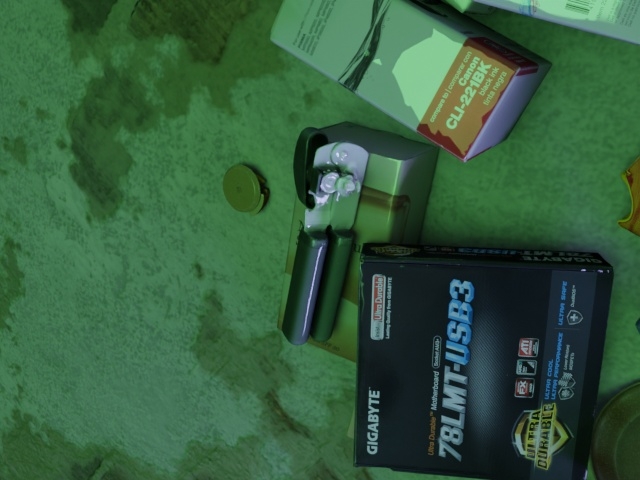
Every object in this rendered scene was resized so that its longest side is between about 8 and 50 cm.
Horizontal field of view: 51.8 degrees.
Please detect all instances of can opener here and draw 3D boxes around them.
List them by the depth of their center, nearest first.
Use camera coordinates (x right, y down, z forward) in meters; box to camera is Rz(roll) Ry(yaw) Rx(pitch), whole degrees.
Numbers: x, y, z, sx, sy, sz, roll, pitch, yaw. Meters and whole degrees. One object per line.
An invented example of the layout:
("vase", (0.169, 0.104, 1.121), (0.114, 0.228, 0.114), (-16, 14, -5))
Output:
("can opener", (0.000, 0.000, 0.839), (0.093, 0.074, 0.281), (40, 127, 54))

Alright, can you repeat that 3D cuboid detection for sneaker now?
("sneaker", (0.378, -0.087, 0.742), (0.067, 0.064, 0.175), (23, 113, 33))

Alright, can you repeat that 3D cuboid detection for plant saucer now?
("plant saucer", (0.424, 0.257, 0.778), (0.198, 0.199, 0.036), (-12, 138, 32))

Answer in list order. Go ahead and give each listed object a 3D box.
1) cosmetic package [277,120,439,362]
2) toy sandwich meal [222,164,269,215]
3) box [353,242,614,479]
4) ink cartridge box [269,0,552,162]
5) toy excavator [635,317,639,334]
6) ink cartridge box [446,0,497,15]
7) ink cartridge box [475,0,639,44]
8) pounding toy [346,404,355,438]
("cosmetic package", (0.047, 0.000, 0.920), (0.153, 0.129, 0.297), (18, 114, 25))
("toy sandwich meal", (-0.119, -0.082, 1.051), (0.085, 0.029, 0.086), (11, 109, 32))
("box", (0.190, 0.155, 0.826), (0.293, 0.073, 0.296), (3, 106, 5))
("ink cartridge box", (0.108, -0.222, 0.772), (0.272, 0.197, 0.114), (35, 118, 16))
("toy excavator", (0.463, -0.078, 0.624), (0.432, 0.222, 0.446), (-35, 78, 32))
("ink cartridge box", (0.134, -0.416, 0.742), (0.273, 0.114, 0.198), (42, 121, 12))
("ink cartridge box", (0.224, -0.292, 0.619), (0.212, 0.093, 0.155), (19, 117, 11))
("pounding toy", (0.165, 0.224, 0.952), (0.205, 0.094, 0.181), (18, 109, 14))
